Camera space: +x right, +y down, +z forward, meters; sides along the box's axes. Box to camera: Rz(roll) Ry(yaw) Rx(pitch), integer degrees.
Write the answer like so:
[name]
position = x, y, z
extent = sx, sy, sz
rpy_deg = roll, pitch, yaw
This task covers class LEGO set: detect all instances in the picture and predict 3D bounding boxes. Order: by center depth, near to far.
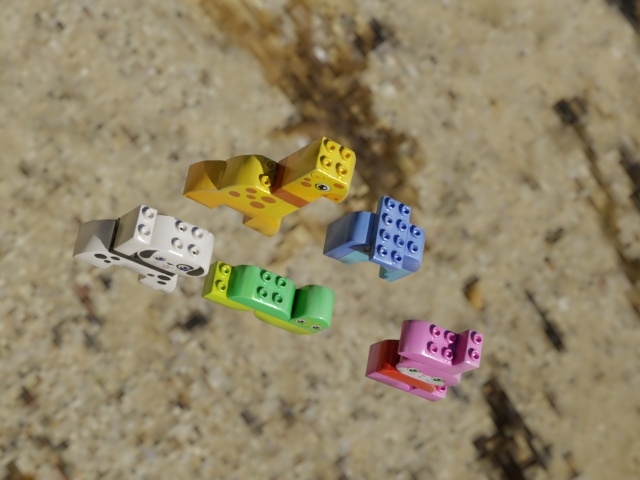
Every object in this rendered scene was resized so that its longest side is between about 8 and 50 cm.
[LEGO set]
position = 0.000, 0.000, 0.964
extent = 0.227, 0.093, 0.087
rpy_deg = 22, 64, -26
